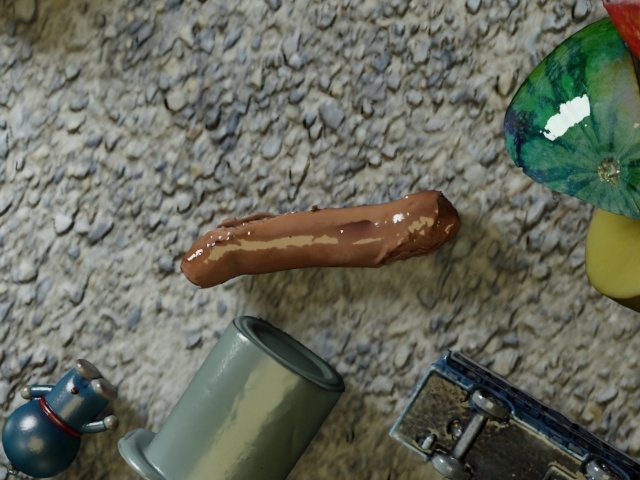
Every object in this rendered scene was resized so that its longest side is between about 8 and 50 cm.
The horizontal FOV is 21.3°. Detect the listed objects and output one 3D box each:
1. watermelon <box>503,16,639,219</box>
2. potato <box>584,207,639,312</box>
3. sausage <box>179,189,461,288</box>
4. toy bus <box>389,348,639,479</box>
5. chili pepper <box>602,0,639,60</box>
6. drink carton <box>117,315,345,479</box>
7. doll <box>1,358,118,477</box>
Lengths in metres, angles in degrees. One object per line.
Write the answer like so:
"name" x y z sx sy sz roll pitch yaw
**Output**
"watermelon" 0.251 -0.121 1.696 0.146 0.231 0.128 -13 128 12
"potato" 0.378 0.016 1.699 0.158 0.203 0.178 34 65 -25
"sausage" 0.000 -0.001 1.813 0.304 0.078 0.078 -8 96 11
"toy bus" 0.227 0.230 1.769 0.297 0.131 0.106 32 104 6
"chili pepper" 0.439 -0.189 1.610 0.229 0.251 0.305 -35 93 40
"drink carton" -0.086 0.193 1.802 0.191 0.185 0.189 34 100 7
"doll" -0.295 0.205 1.895 0.114 0.085 0.152 42 92 18
